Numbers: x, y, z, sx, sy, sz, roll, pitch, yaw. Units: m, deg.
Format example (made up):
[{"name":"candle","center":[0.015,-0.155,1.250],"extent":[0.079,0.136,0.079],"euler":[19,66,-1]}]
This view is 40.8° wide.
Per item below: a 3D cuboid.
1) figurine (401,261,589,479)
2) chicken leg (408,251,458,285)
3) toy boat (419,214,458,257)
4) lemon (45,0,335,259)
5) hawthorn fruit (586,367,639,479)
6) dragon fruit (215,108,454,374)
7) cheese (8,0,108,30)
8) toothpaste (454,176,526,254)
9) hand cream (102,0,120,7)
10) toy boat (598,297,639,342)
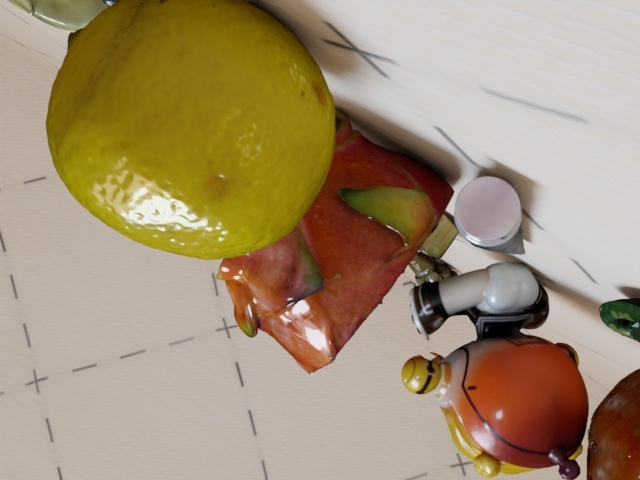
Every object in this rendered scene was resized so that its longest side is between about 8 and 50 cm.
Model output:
[{"name":"figurine","center":[0.279,0.201,1.273],"extent":[0.320,0.323,0.196],"euler":[-3,160,-26]},{"name":"chicken leg","center":[0.221,0.060,1.877],"extent":[0.196,0.080,0.125],"euler":[33,-172,-44]},{"name":"toy boat","center":[0.164,-0.013,1.304],"extent":[0.077,0.057,0.200],"euler":[35,179,8]},{"name":"lemon","center":[-0.101,-0.097,0.742],"extent":[0.253,0.228,0.228],"euler":[20,-178,-25]},{"name":"hawthorn fruit","center":[0.498,0.312,1.144],"extent":[0.316,0.316,0.316],"euler":[30,178,1]},{"name":"dragon fruit","center":[0.000,0.000,0.980],"extent":[0.189,0.291,0.290],"euler":[36,178,3]},{"name":"cheese","center":[-0.262,-0.258,0.836],"extent":[0.123,0.094,0.167],"euler":[18,-174,-33]},{"name":"toothpaste","center":[0.184,-0.019,0.940],"extent":[0.100,0.066,0.323],"euler":[30,-177,12]},{"name":"hand cream","center":[-0.184,-0.237,0.711],"extent":[0.075,0.052,0.248],"euler":[-14,156,16]},{"name":"toy boat","center":[0.390,0.100,0.974],"extent":[0.104,0.052,0.210],"euler":[28,177,-13]}]
